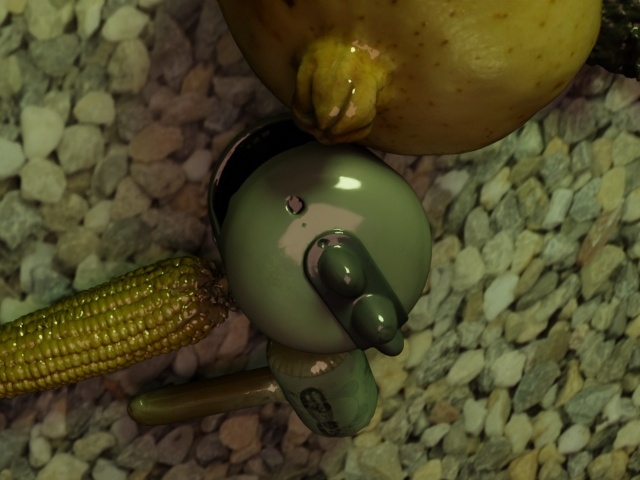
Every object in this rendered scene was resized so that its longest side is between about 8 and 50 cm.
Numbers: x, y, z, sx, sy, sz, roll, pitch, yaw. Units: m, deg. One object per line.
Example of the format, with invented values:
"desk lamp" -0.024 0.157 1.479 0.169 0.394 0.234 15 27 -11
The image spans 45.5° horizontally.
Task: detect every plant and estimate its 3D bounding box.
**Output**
"plant" 0.359 -0.265 0.881 0.203 0.142 0.131 13 133 5

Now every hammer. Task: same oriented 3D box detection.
"hammer" -0.089 0.184 0.939 0.305 0.113 0.202 -13 136 7

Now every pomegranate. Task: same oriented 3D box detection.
"pomegranate" 0.069 -0.241 0.694 0.409 0.410 0.411 -3 107 -11

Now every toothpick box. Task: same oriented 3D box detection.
"toothpick box" 0.000 0.000 0.798 0.228 0.316 0.229 -4 108 -11

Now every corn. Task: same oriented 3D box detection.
"corn" -0.250 0.102 0.884 0.317 0.115 0.115 -21 109 -2
